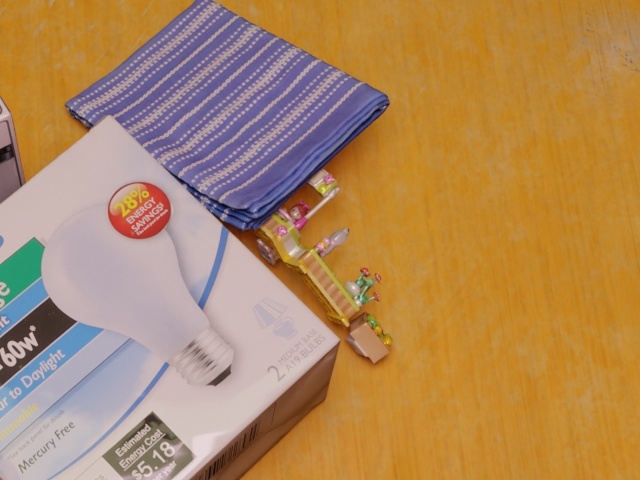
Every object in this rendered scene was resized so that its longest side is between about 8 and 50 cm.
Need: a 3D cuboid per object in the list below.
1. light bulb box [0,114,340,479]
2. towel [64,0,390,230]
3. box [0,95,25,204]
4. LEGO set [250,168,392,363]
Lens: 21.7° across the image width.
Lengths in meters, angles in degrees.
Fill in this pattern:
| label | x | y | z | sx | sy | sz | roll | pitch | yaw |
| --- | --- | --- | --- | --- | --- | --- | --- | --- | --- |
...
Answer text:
| label | x | y | z | sx | sy | sz | roll | pitch | yaw |
| --- | --- | --- | --- | --- | --- | --- | --- | --- | --- |
| light bulb box | -0.232 | 0.129 | 1.786 | 0.361 | 0.225 | 0.358 | 43 | 70 | 13 |
| towel | -0.113 | -0.160 | 1.960 | 0.336 | 0.040 | 0.243 | 32 | 64 | 34 |
| box | -0.416 | -0.068 | 1.823 | 0.169 | 0.290 | 0.087 | -28 | 71 | -16 |
| LEGO set | 0.000 | 0.000 | 1.909 | 0.107 | 0.132 | 0.287 | -43 | 75 | -13 |
